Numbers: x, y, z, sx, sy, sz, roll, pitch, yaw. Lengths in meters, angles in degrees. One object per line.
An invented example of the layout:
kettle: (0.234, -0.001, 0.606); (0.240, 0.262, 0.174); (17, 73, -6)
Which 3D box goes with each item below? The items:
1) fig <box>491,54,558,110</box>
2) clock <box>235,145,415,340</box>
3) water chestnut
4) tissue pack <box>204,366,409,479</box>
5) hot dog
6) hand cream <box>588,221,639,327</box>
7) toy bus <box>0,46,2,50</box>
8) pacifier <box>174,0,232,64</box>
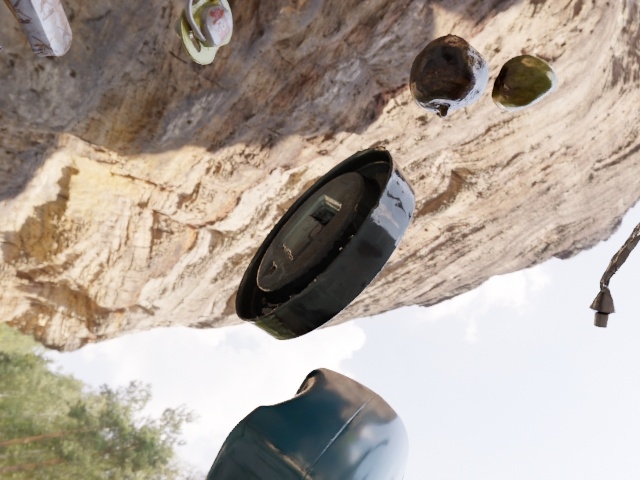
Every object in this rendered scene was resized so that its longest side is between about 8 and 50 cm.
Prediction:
fig: (0.495, -0.388, 1.075); (0.153, 0.120, 0.136); (33, -69, 59)
clock: (0.000, 0.000, 0.770); (0.386, 0.076, 0.386); (-42, -160, 19)
water chestnut: (0.369, -0.485, 1.251); (0.223, 0.223, 0.239); (7, -104, 40)
tissue pack: (0.003, 0.307, 0.570); (0.205, 0.287, 0.198); (28, -79, 21)
hot dog: (-0.483, -0.402, 0.737); (0.058, 0.191, 0.108); (17, -121, 3)
hand cream: (0.626, 0.063, 0.912); (0.050, 0.084, 0.257); (22, -77, 24)
toy bus: (-0.403, -0.206, 0.447); (0.122, 0.060, 0.075); (25, -101, 22)
pacifier: (-0.130, -0.228, 0.457); (0.064, 0.068, 0.083); (11, -121, 28)
